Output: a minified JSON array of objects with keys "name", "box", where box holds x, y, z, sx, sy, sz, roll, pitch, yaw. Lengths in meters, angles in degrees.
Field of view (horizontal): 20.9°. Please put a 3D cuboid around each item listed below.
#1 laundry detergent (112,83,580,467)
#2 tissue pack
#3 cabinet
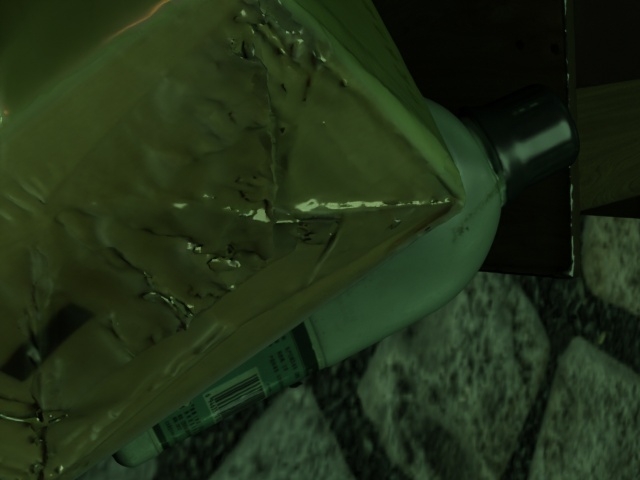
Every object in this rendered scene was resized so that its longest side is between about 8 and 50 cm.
[{"name":"laundry detergent","box":[0.000,0.000,0.691,0.226,0.070,0.099,-27,107,-7]},{"name":"tissue pack","box":[-0.080,-0.067,0.503,0.125,0.159,0.234,40,20,-44]},{"name":"cabinet","box":[0.097,-0.103,0.825,0.175,0.148,0.215,-15,104,-49]}]
